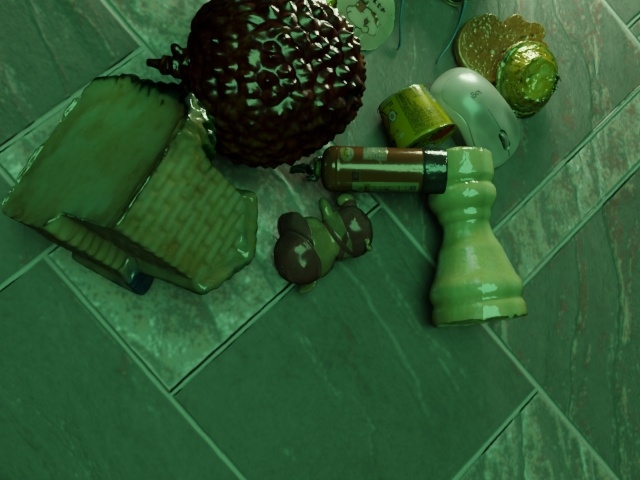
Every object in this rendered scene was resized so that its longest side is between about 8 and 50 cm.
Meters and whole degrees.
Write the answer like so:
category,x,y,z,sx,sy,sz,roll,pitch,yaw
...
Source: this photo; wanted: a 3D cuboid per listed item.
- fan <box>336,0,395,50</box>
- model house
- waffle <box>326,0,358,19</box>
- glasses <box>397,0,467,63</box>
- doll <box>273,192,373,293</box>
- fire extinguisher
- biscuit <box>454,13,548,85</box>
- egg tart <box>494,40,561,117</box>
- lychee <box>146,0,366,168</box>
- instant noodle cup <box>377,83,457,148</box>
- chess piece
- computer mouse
category,x,y,z,sx,sy,sz,roll,pitch,yaw
fan,0.083,-0.553,1.821,0.190,0.009,0.329,38,80,-30
model house,-0.350,-0.088,1.482,0.400,0.445,0.395,48,63,-44
waffle,0.009,-0.707,1.821,0.291,0.051,0.291,1,85,-16
glasses,0.295,-0.618,1.897,0.189,0.088,0.221,18,98,-12
doll,-0.001,0.001,1.669,0.255,0.152,0.196,-27,89,-16
fire extinguisher,0.115,-0.170,1.685,0.375,0.200,0.113,1,87,0
biscuit,0.512,-0.548,1.934,0.288,0.044,0.202,-17,92,-17
egg tart,0.580,-0.448,1.891,0.212,0.090,0.213,-4,103,-16
lychee,-0.138,-0.374,1.552,0.499,0.424,0.425,-3,83,-16
instant noodle cup,0.242,-0.311,1.773,0.182,0.182,0.144,-23,78,-16
chess piece,0.379,-0.008,1.742,0.234,0.234,0.442,-2,78,-14
computer mouse,0.429,-0.341,1.847,0.184,0.121,0.297,-38,91,-17
